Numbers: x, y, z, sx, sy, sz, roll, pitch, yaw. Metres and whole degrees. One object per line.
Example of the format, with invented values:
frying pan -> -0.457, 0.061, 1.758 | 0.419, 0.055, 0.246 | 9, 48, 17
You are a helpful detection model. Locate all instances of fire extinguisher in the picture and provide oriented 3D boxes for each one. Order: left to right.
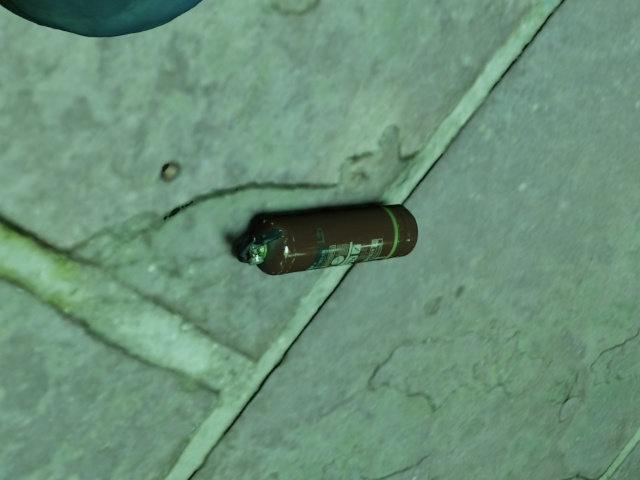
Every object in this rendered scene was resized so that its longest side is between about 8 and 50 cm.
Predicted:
fire extinguisher -> 0.000, 0.000, 0.768 | 0.158, 0.043, 0.064 | -6, 164, -38

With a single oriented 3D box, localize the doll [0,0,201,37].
doll -> -0.064, -0.205, 0.444 | 0.154, 0.228, 0.258 | 9, 123, -47
